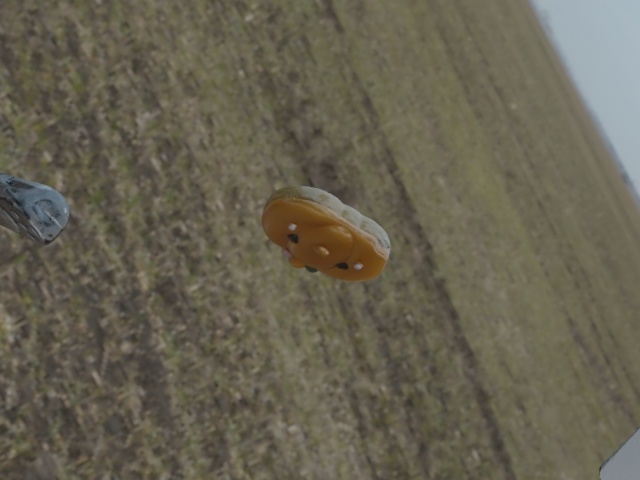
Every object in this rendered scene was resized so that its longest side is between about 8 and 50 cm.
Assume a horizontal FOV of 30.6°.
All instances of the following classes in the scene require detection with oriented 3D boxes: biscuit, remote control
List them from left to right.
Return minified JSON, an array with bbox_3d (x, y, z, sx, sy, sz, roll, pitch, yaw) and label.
[{"bbox_3d":[-0.424,-0.064,1.524,0.266,0.066,0.090,21,-36,36],"label":"remote control"},{"bbox_3d":[-0.001,0.003,1.442,0.170,0.170,0.050,50,53,-40],"label":"biscuit"}]

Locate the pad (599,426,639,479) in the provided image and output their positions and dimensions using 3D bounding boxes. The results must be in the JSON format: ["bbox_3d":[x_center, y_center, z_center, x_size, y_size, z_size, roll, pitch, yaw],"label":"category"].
[{"bbox_3d":[0.317,0.163,1.023,0.004,0.243,0.163,35,-28,34],"label":"pad"}]
